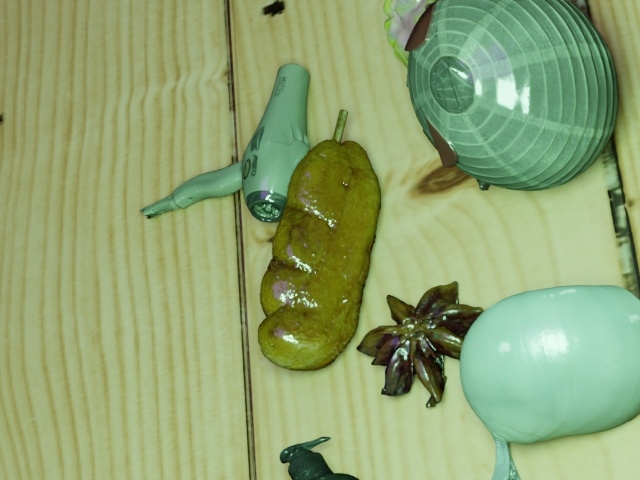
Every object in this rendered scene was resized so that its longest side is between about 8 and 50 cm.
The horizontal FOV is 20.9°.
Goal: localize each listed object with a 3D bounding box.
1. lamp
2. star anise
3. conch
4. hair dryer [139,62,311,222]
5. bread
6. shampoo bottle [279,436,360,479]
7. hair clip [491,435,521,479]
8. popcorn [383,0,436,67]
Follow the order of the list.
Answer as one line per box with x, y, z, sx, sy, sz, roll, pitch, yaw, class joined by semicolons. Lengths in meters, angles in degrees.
0.212;-0.181;1.979;0.233;0.233;0.265;-24;73;19;lamp
0.115;0.112;1.999;0.168;0.057;0.168;-14;60;25;star anise
0.251;0.137;1.838;0.221;0.185;0.121;-30;23;31;conch
-0.105;-0.127;2.263;0.267;0.092;0.229;1;58;43;hair dryer
0.001;-0.001;2.108;0.124;0.084;0.344;15;68;-10;bread
0.030;0.331;1.905;0.101;0.101;0.284;-38;52;8;shampoo bottle
0.196;0.227;1.900;0.030;0.039;0.115;-19;54;15;hair clip
0.145;-0.263;2.143;0.126;0.126;0.145;-46;77;20;popcorn
